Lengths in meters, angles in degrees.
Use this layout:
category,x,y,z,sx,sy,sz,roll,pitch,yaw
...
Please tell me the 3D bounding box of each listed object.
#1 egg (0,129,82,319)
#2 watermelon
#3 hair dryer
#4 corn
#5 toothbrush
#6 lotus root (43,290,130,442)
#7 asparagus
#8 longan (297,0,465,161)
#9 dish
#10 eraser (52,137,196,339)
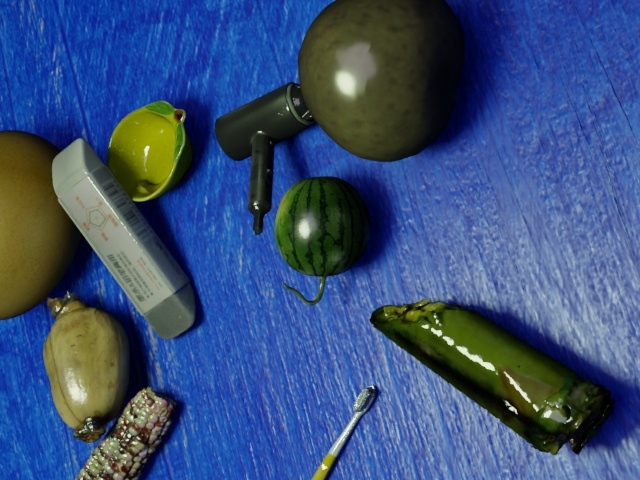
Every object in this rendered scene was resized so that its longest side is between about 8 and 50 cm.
category,x,y,z,sx,sy,sz,roll,pitch,yaw
egg,-0.525,-0.026,2.159,0.250,0.250,0.322,-2,72,34
watermelon,0.000,0.000,1.874,0.140,0.140,0.187,9,101,35
hair dryer,-0.066,-0.120,1.917,0.195,0.078,0.248,-23,50,31
corn,-0.329,0.354,2.106,0.092,0.092,0.280,41,106,29
toothbrush,0.008,0.335,1.910,0.021,0.024,0.288,37,107,29
lotus root,-0.379,0.205,2.110,0.154,0.140,0.257,122,142,-53
asparagus,0.213,0.157,1.728,0.382,0.128,0.108,34,69,33
longan,0.085,-0.232,1.789,0.246,0.215,0.246,11,118,21
dish,-0.263,-0.141,2.096,0.207,0.080,0.149,-38,67,28
eraser,-0.317,0.000,2.076,0.089,0.061,0.352,-33,94,31
